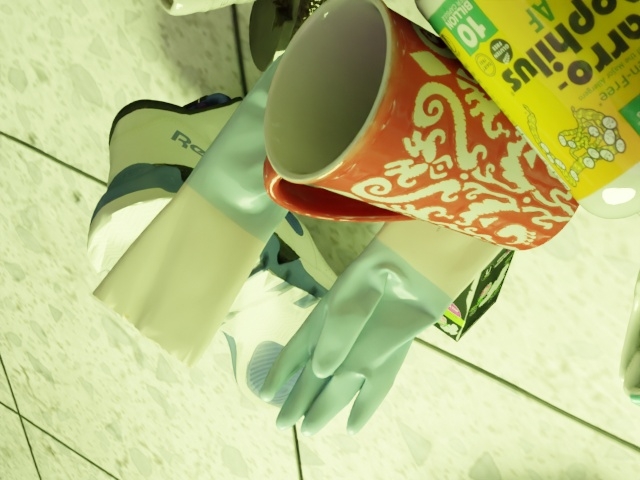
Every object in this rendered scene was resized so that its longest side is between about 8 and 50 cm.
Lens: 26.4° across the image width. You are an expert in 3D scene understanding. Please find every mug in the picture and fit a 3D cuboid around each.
[{"bbox_3d":[0.057,-0.062,0.806,0.169,0.113,0.150,20,169,-33],"label":"mug"}]

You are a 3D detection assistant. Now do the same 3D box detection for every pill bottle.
[{"bbox_3d":[0.156,-0.086,0.718,0.208,0.117,0.117,51,146,0],"label":"pill bottle"}]

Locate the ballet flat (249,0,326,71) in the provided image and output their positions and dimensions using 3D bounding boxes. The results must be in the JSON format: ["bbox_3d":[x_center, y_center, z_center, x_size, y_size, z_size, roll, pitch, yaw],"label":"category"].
[{"bbox_3d":[0.019,-0.189,0.840,0.250,0.058,0.084,122,140,-49],"label":"ballet flat"}]

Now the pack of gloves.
[{"bbox_3d":[0.000,0.000,0.889,0.195,0.232,0.046,38,-179,-11],"label":"pack of gloves"}]

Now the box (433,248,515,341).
[{"bbox_3d":[0.093,0.016,0.948,0.062,0.052,0.083,35,143,19],"label":"box"}]

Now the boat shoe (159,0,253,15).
[{"bbox_3d":[-0.138,-0.252,0.887,0.277,0.096,0.098,49,148,23],"label":"boat shoe"}]

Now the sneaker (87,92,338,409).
[{"bbox_3d":[-0.059,-0.011,1.037,0.127,0.182,0.315,-24,139,18],"label":"sneaker"}]

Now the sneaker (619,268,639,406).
[{"bbox_3d":[0.218,0.083,0.833,0.080,0.094,0.212,14,132,40],"label":"sneaker"}]
